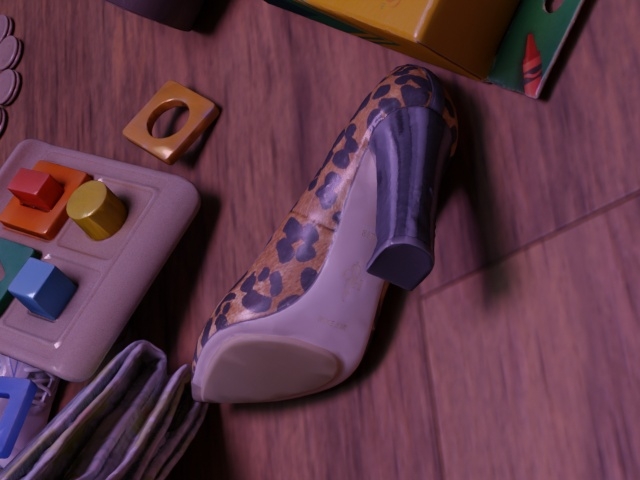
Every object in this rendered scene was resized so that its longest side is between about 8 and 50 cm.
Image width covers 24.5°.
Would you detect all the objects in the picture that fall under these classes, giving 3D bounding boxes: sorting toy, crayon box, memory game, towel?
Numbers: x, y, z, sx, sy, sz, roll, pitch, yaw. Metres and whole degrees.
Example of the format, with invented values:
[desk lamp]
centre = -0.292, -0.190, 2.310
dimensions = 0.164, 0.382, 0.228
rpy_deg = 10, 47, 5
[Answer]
[sorting toy]
centre = -0.212, 0.001, 1.140
dimensions = 0.196, 0.047, 0.348
rpy_deg = 17, 66, 35
[crayon box]
centre = 0.066, -0.237, 1.020
dimensions = 0.318, 0.081, 0.202
rpy_deg = 28, 94, 48
[memory game]
centre = -0.355, -0.143, 1.476
dimensions = 0.186, 0.012, 0.186
rpy_deg = -22, 58, 39
[towel]
centre = -0.247, 0.249, 1.013
dimensions = 0.374, 0.090, 0.320
rpy_deg = -44, 3, 23

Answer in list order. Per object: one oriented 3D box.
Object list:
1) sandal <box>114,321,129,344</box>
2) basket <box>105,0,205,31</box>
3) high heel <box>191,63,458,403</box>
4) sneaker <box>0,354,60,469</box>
[sandal]
centre = -0.200, 0.010, 1.196
dimensions = 0.180, 0.072, 0.049
rpy_deg = 58, 145, 37
[basket]
centre = -0.121, -0.297, 1.193
dimensions = 0.204, 0.154, 0.227
rpy_deg = -129, 61, -72
[high heel]
centre = 0.000, 0.000, 1.008
dimensions = 0.261, 0.093, 0.186
rpy_deg = -39, 30, 40
[sneaker]
centre = -0.236, 0.094, 1.208
dimensions = 0.083, 0.071, 0.191
rpy_deg = -18, 61, 34
